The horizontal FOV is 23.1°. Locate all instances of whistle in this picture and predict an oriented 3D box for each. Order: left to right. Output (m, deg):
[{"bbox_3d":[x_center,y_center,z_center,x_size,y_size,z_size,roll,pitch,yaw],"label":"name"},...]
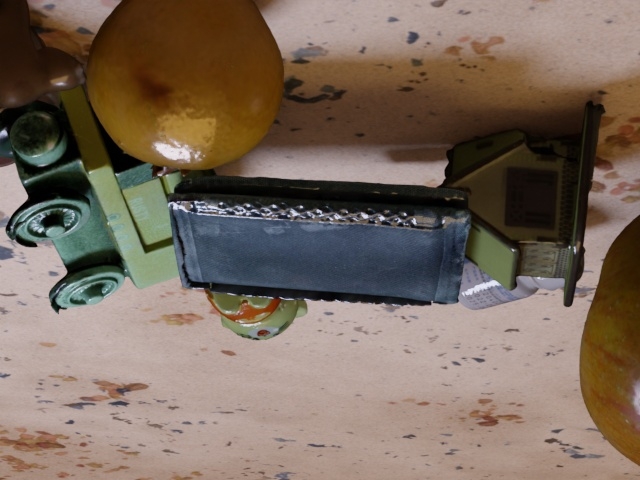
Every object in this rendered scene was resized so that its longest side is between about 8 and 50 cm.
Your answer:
[{"bbox_3d":[-0.102,0.067,2.226,0.131,0.106,0.288,-10,155,7],"label":"whistle"}]

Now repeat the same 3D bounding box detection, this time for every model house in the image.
[{"bbox_3d":[0.186,-0.053,1.875,0.278,0.205,0.218,7,154,6],"label":"model house"}]

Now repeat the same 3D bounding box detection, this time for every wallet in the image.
[{"bbox_3d":[0.000,0.000,1.839,0.342,0.075,0.237,3,150,3],"label":"wallet"}]

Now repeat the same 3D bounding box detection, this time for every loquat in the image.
[{"bbox_3d":[-0.137,-0.165,1.593,0.208,0.208,0.208,1,156,0],"label":"loquat"}]

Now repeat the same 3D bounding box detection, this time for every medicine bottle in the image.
[{"bbox_3d":[0.264,0.030,2.139,0.168,0.105,0.105,-18,150,36],"label":"medicine bottle"}]

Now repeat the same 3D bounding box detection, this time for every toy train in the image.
[{"bbox_3d":[-0.242,-0.058,1.862,0.253,0.160,0.397,-19,156,-5],"label":"toy train"}]

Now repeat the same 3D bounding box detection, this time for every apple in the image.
[{"bbox_3d":[0.502,0.124,2.009,0.333,0.400,0.400,10,156,4],"label":"apple"}]

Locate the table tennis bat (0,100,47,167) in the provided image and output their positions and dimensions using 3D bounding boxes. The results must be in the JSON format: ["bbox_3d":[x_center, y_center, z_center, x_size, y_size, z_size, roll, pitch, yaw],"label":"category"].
[{"bbox_3d":[-0.401,-0.166,1.840,0.107,0.119,0.170,-43,160,9],"label":"table tennis bat"}]

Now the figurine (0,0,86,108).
[{"bbox_3d":[-0.383,-0.195,1.567,0.247,0.177,0.173,-27,121,-19],"label":"figurine"}]
